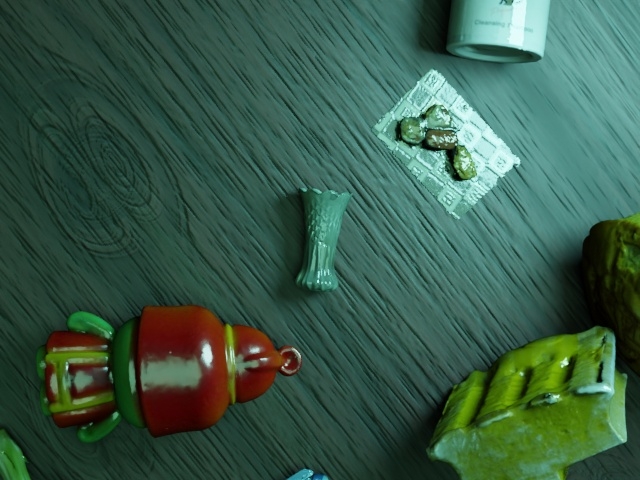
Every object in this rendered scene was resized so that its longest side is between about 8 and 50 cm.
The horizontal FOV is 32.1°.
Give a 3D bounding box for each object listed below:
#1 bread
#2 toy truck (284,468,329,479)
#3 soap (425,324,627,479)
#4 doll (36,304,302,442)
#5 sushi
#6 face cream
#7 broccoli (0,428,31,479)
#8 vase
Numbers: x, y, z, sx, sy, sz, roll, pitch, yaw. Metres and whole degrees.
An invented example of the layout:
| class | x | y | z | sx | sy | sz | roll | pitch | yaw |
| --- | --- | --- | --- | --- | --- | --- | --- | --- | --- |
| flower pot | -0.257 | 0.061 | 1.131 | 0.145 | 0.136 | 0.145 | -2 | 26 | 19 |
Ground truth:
| class | x | y | z | sx | sy | sz | roll | pitch | yaw |
| --- | --- | --- | --- | --- | --- | --- | --- | --- | --- |
| bread | 0.485 | 0.085 | 1.592 | 0.148 | 0.270 | 0.270 | -18 | 93 | -16 |
| toy truck | -0.030 | 0.371 | 1.624 | 0.090 | 0.056 | 0.073 | 15 | 84 | 5 |
| soap | 0.294 | 0.233 | 1.518 | 0.259 | 0.281 | 0.143 | -27 | 90 | 19 |
| doll | -0.206 | 0.178 | 1.538 | 0.363 | 0.160 | 0.183 | -4 | 84 | -9 |
| sushi | 0.193 | -0.143 | 1.659 | 0.201 | 0.031 | 0.139 | 45 | 84 | -7 |
| face cream | 0.272 | -0.452 | 1.611 | 0.145 | 0.145 | 0.370 | 6 | 90 | -9 |
| broccoli | -0.407 | 0.353 | 1.542 | 0.118 | 0.122 | 0.204 | -34 | 79 | 15 |
| vase | 0.000 | 0.000 | 1.612 | 0.081 | 0.081 | 0.149 | 6 | 93 | -9 |
